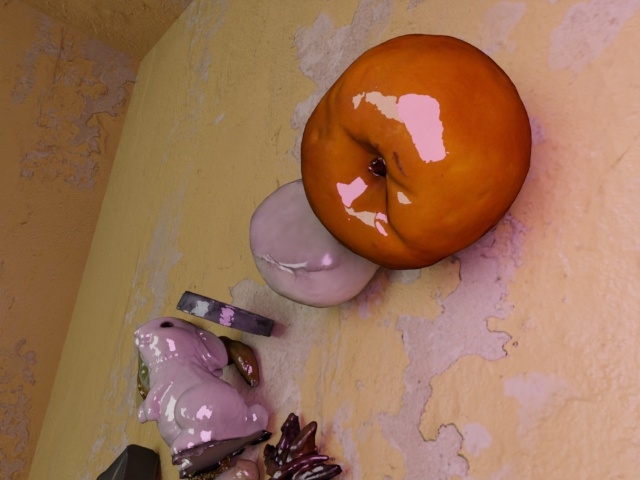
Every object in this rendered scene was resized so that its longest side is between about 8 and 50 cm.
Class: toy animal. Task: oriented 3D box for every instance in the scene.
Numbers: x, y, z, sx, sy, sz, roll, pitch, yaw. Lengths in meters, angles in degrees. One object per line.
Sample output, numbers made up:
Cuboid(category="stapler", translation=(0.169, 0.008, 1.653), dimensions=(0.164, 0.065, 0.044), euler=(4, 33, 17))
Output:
Cuboid(category="toy animal", translation=(-0.286, 0.326, 1.111), dimensions=(0.357, 0.258, 0.194), euler=(63, 148, 34))

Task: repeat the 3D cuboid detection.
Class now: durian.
Cuboid(category="durian", translation=(-0.298, 0.515, 1.187), dimensions=(0.208, 0.102, 0.146), euler=(-44, 49, 37))

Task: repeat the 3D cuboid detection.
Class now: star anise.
Cuboid(category="star anise", translation=(-0.062, 0.455, 0.904), dimensions=(0.272, 0.103, 0.271), euler=(-25, 58, 47))

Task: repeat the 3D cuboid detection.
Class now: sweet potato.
Cuboid(category="sweet potato", translation=(-0.211, 0.287, 1.214), dimensions=(0.233, 0.062, 0.081), euler=(11, 99, 51))

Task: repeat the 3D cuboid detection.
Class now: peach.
Cuboid(category="peach", translation=(0.144, -0.132, 0.744), dimensions=(0.343, 0.302, 0.342), euler=(17, 117, 38))

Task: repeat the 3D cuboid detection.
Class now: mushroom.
Cuboid(category="mushroom", translation=(-0.232, 0.574, 1.061), dimensions=(0.103, 0.118, 0.270), euler=(46, 116, 9))

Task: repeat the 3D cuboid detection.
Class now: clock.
Cuboid(category="clock", translation=(-0.217, 0.170, 1.135), dimensions=(0.226, 0.226, 0.049), euler=(3, 71, 53))

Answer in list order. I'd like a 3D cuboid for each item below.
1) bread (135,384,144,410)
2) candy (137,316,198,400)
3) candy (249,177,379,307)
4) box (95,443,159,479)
Cuboid(category="bread", translation=(-0.577, 0.483, 1.619), dimensions=(0.112, 0.036, 0.192), euler=(-22, 60, 52))
Cuboid(category="candy", translation=(-0.439, 0.351, 1.431), dimensions=(0.260, 0.118, 0.259), euler=(-25, 54, 41))
Cuboid(category="candy", translation=(0.000, 0.000, 0.963), dimensions=(0.296, 0.185, 0.295), euler=(-10, 56, 15))
Cuboid(category="box", translation=(-0.547, 0.723, 1.353), dimensions=(0.178, 0.138, 0.274), euler=(-51, 28, 18))
